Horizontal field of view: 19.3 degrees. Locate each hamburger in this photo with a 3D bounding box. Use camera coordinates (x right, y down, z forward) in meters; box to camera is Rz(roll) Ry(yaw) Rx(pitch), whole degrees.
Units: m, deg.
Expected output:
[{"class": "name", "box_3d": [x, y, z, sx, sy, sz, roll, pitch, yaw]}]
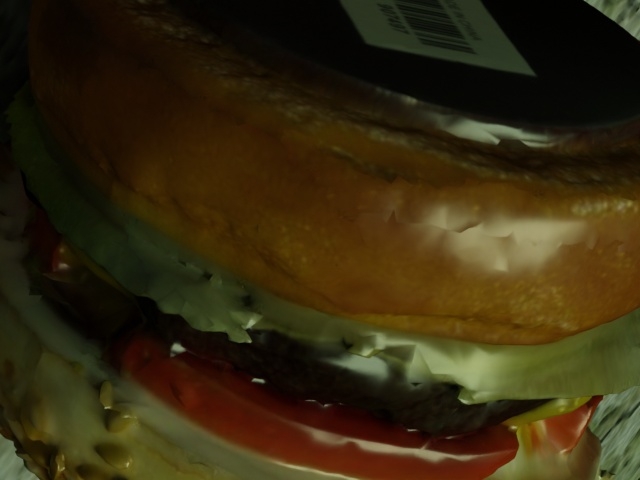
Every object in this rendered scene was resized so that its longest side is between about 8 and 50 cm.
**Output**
[{"class": "hamburger", "box_3d": [0.000, 0.000, 0.848, 0.330, 0.330, 0.250, -11, 127, -46]}]
